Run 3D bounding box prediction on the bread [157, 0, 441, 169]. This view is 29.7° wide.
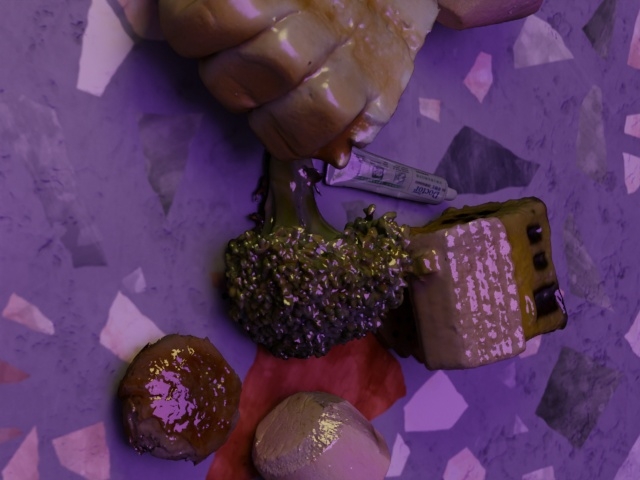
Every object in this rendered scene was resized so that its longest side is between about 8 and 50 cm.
[{"bbox_3d":[-0.054,-0.269,1.420,0.341,0.210,0.300,39,53,-29],"label":"bread"}]

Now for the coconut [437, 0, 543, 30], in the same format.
[{"bbox_3d":[0.205,-0.401,1.622,0.233,0.233,0.245,25,69,-34],"label":"coconut"}]

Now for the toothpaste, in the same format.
[{"bbox_3d":[0.098,-0.084,1.634,0.218,0.041,0.064,13,85,-33],"label":"toothpaste"}]

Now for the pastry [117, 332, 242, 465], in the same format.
[{"bbox_3d":[-0.160,0.180,1.384,0.153,0.081,0.153,1,89,-34],"label":"pastry"}]

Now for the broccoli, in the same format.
[{"bbox_3d":[0.008,0.010,1.464,0.242,0.180,0.273,5,84,-37],"label":"broccoli"}]

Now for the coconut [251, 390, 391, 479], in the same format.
[{"bbox_3d":[0.005,0.270,1.473,0.152,0.147,0.147,50,60,-22],"label":"coconut"}]

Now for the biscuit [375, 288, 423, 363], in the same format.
[{"bbox_3d":[0.117,0.111,1.645,0.130,0.019,0.119,-2,88,-38],"label":"biscuit"}]

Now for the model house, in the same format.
[{"bbox_3d":[0.188,0.060,1.584,0.234,0.175,0.193,-20,103,-47],"label":"model house"}]
